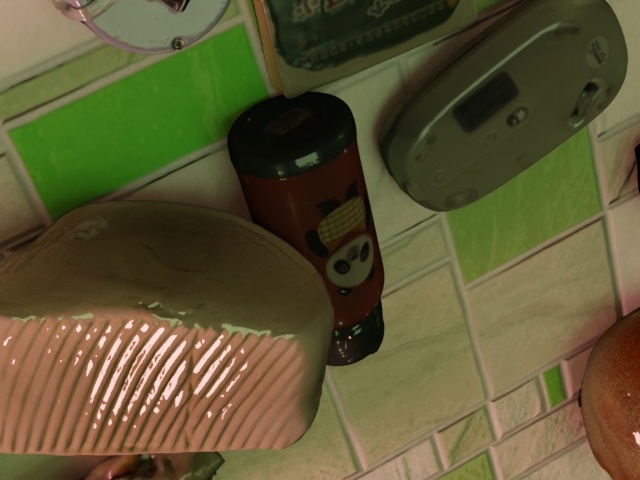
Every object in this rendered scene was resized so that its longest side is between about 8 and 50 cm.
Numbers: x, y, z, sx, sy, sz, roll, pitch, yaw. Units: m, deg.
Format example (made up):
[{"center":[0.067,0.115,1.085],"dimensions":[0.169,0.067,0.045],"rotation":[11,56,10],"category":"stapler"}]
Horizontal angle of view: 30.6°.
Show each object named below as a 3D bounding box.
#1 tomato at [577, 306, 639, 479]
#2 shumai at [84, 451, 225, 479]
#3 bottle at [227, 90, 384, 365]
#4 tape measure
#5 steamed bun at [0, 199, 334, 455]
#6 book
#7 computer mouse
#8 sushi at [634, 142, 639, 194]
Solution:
[{"center":[0.509,0.249,1.698],"dimensions":[0.239,0.303,0.303],"rotation":[-15,123,-1],"category":"tomato"},{"center":[-0.243,0.331,1.373],"dimensions":[0.272,0.222,0.204],"rotation":[-37,144,-58],"category":"shumai"},{"center":[0.000,0.000,1.365],"dimensions":[0.144,0.144,0.336],"rotation":[-25,128,-13],"category":"bottle"},{"center":[-0.171,-0.276,1.143],"dimensions":[0.181,0.107,0.182],"rotation":[17,105,-26],"category":"tape measure"},{"center":[-0.186,0.089,1.260],"dimensions":[0.383,0.236,0.247],"rotation":[2,127,-14],"category":"steamed bun"},{"center":[0.028,-0.360,1.238],"dimensions":[0.260,0.043,0.371],"rotation":[-24,124,-13],"category":"book"},{"center":[0.222,-0.172,1.412],"dimensions":[0.331,0.095,0.197],"rotation":[-35,126,5],"category":"computer mouse"},{"center":[0.507,-0.089,1.575],"dimensions":[0.150,0.153,0.172],"rotation":[-1,140,-7],"category":"sushi"}]
